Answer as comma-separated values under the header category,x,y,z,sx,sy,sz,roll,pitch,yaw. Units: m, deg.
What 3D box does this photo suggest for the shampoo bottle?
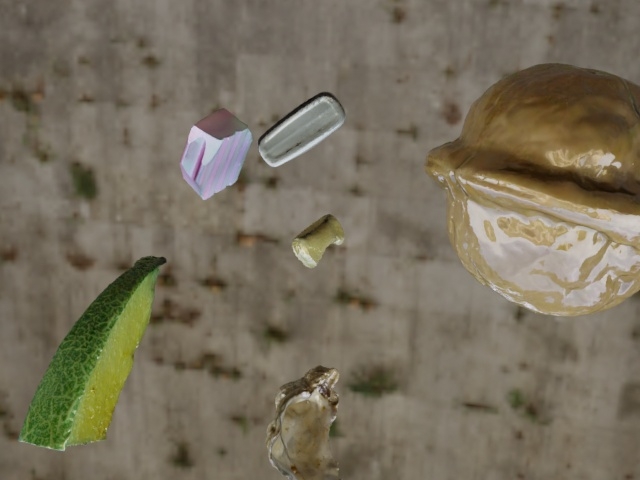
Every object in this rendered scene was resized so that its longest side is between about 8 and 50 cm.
category,x,y,z,sx,sy,sz,roll,pitch,yaw
shampoo bottle,-0.033,-0.177,2.218,0.153,0.071,0.284,-36,-178,-1

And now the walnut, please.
category,x,y,z,sx,sy,sz,roll,pitch,yaw
walnut,0.342,-0.078,1.913,0.383,0.384,0.383,2,-158,-1

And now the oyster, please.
category,x,y,z,sx,sy,sz,roll,pitch,yaw
oyster,-0.035,0.314,2.275,0.107,0.161,0.233,-15,-141,31

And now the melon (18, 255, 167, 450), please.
category,x,y,z,sx,sy,sz,roll,pitch,yaw
melon,-0.227,0.123,1.466,0.053,0.114,0.262,7,-120,38

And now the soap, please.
category,x,y,z,sx,sy,sz,roll,pitch,yaw
soap,-0.155,-0.128,1.971,0.056,0.149,0.100,43,-128,14

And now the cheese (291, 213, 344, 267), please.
category,x,y,z,sx,sy,sz,roll,pitch,yaw
cheese,0.000,0.000,1.576,0.030,0.044,0.083,-17,-167,37
